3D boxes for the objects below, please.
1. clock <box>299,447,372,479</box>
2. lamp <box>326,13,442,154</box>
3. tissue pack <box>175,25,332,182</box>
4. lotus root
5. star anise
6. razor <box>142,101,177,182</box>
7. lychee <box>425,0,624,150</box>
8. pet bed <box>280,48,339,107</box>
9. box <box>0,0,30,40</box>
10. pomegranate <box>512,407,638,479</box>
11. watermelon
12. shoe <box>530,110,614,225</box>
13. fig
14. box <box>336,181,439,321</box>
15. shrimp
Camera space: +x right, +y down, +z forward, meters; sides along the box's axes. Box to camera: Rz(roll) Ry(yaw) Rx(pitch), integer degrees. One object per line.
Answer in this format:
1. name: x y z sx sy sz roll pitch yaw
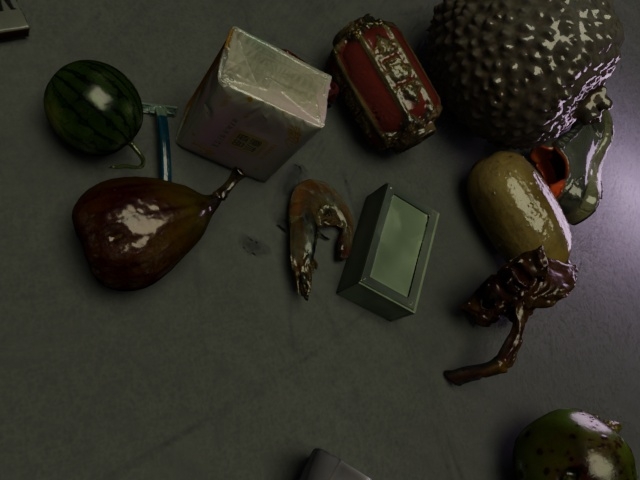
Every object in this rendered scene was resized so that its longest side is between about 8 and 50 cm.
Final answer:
1. clock: 0.003 0.464 0.934 0.189 0.189 0.254 37 65 -13
2. lamp: 0.129 -0.311 1.267 0.177 0.177 0.274 -27 89 -33
3. tissue pack: -0.118 -0.217 1.063 0.185 0.225 0.124 20 63 -22
4. lotus root: 0.443 -0.037 1.354 0.169 0.151 0.342 -29 85 -33
5. star anise: 0.361 0.141 1.241 0.148 0.237 0.346 38 77 19
6. razor: -0.266 -0.147 1.067 0.068 0.037 0.191 1 72 -30
7. lychee: 0.431 -0.395 1.354 0.432 0.380 0.380 43 55 16
8. pet bed: -0.059 -0.298 1.154 0.201 0.201 0.053 26 92 -19
9. box: -0.562 -0.356 0.977 0.177 0.036 0.115 -24 85 -33
10. pomegranate: 0.503 0.438 1.192 0.286 0.231 0.230 13 66 -37
11. watermelon: -0.339 -0.190 0.986 0.187 0.141 0.140 50 56 -18
12. shoe: 0.589 -0.211 1.526 0.171 0.132 0.336 23 65 -10
13. fig: -0.236 -0.040 0.972 0.274 0.145 0.170 -28 88 -19
14. box: 0.134 0.021 1.202 0.129 0.086 0.225 28 61 -18
15. shrimp: 0.001 -0.001 1.157 0.144 0.052 0.251 20 63 -25
